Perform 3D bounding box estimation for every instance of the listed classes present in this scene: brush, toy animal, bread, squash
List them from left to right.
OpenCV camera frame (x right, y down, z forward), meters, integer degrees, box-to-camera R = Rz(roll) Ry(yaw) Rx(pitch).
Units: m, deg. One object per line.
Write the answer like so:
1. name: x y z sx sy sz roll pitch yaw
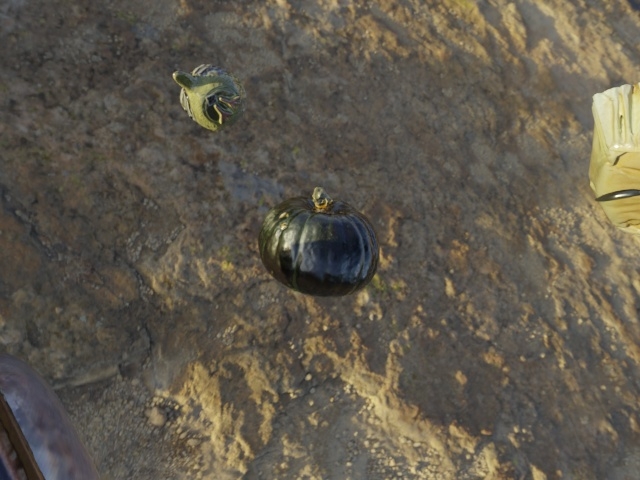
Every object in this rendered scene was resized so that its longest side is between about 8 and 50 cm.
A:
1. toy animal: -0.176 -0.226 0.751 0.137 0.098 0.098 26 45 -47
2. squash: 0.000 0.005 0.748 0.193 0.193 0.155 17 87 -16
3. brush: 0.283 -0.043 0.436 0.024 0.083 0.008 -16 94 -33
4. bread: 0.405 -0.087 0.521 0.192 0.210 0.109 44 57 -42

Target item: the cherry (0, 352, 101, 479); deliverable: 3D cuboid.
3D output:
1. cherry: -0.434 0.288 0.608 0.335 0.326 0.291 21 32 19

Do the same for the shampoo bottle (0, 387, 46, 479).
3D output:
1. shampoo bottle: -0.311 0.190 0.444 0.084 0.129 0.322 -35 113 -52
